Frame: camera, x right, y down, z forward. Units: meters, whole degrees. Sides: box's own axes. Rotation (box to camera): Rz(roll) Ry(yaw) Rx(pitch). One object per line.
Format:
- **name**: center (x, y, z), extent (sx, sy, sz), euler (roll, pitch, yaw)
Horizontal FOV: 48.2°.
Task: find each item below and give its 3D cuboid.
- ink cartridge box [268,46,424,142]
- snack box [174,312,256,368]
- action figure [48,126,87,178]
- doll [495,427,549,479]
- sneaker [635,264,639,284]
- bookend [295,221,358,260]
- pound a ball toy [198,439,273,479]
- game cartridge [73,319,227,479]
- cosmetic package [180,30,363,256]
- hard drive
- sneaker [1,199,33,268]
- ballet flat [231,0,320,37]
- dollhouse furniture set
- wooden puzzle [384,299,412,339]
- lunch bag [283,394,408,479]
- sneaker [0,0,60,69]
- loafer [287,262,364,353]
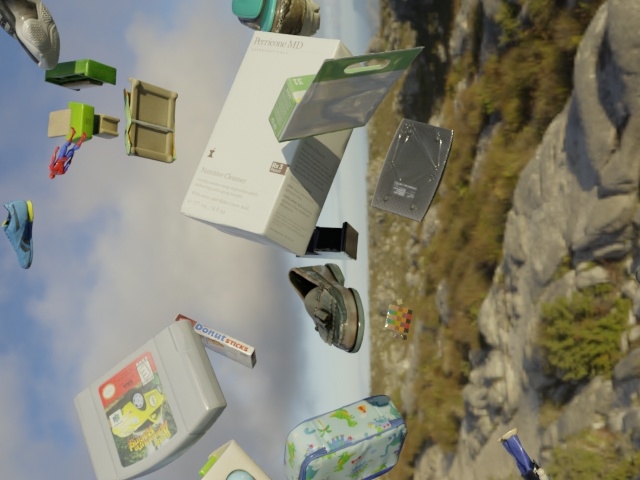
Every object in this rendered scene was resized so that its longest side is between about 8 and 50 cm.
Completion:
- **ink cartridge box**: center (0.032, -0.240, 1.108), extent (0.056, 0.171, 0.235), euler (68, 154, 16)
- **snack box**: center (-0.213, 0.204, 1.451), extent (0.022, 0.178, 0.064), euler (-59, -17, -31)
- **action figure**: center (-0.487, -0.162, 1.364), extent (0.038, 0.115, 0.030), euler (20, -155, -44)
- **doll**: center (0.446, 0.489, 1.505), extent (0.189, 0.046, 0.129), euler (57, 164, 19)
- **sneaker**: center (0.459, 0.063, 0.877), extent (0.188, 0.078, 0.067), euler (-133, 54, -61)
- **bookend**: center (0.000, 0.000, 1.708), extent (0.156, 0.157, 0.072), euler (33, -120, -74)
- **pound a ball toy**: center (-0.098, 0.504, 1.133), extent (0.136, 0.319, 0.208), euler (-41, 2, 42)
- **game cartridge**: center (-0.301, 0.294, 1.241), extent (0.060, 0.294, 0.196), euler (13, -136, -60)
- **cosmetic package**: center (-0.079, -0.186, 1.358), extent (0.156, 0.217, 0.385), euler (29, -102, -56)
- **hard drive**: center (0.250, -0.185, 1.911), extent (0.054, 0.172, 0.254), euler (19, -89, -59)
- **sneaker**: center (-0.845, -0.015, 1.992), extent (0.069, 0.082, 0.209), euler (37, 126, 47)
- **ballet flat**: center (-0.099, -0.596, 1.866), extent (0.483, 0.182, 0.164), euler (-128, 51, -61)
- **dollhouse furniture set**: center (-0.511, -0.306, 1.771), extent (0.301, 0.151, 0.197), euler (8, -97, -55)
- **wooden puzzle**: center (0.159, 0.160, 1.456), extent (0.006, 0.049, 0.083), euler (117, 168, -74)
- **lunch bag**: center (0.046, 0.379, 1.288), extent (0.090, 0.219, 0.176), euler (53, 147, 40)
- **sneaker**: center (-0.673, -0.482, 1.522), extent (0.101, 0.153, 0.268), euler (-72, -30, -47)
- **loafer**: center (0.003, 0.102, 1.117), extent (0.267, 0.084, 0.096), euler (-122, 40, -72)
